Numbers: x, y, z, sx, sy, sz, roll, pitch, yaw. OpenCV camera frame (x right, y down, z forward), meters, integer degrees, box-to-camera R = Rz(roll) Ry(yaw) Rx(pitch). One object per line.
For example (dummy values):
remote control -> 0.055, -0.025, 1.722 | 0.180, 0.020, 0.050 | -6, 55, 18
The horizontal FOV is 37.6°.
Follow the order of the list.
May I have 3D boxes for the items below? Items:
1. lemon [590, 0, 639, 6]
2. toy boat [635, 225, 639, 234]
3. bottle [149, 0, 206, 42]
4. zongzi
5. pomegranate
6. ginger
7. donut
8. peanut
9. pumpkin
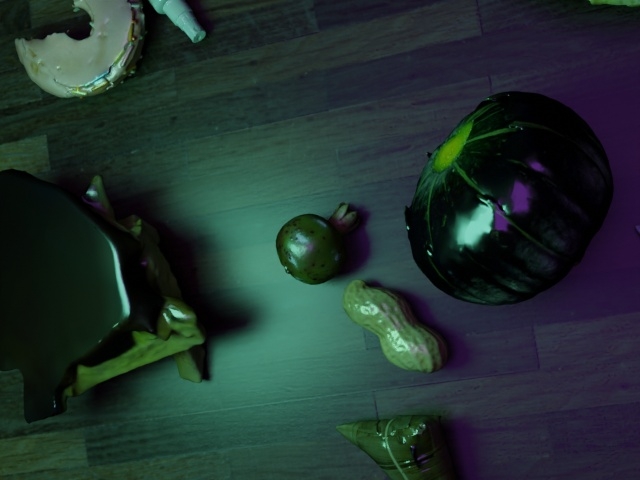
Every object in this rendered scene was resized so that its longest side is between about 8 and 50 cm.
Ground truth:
lemon -> 0.389, -0.507, 1.202 | 0.364, 0.364, 0.365 | -1, 87, 16
toy boat -> 0.505, -0.049, 1.307 | 0.105, 0.034, 0.149 | 21, 81, 19
bottle -> -0.260, -0.407, 1.523 | 0.060, 0.060, 0.217 | -39, 78, 11
zongzi -> 0.118, 0.350, 1.388 | 0.178, 0.081, 0.189 | -13, 98, 37
pomegranate -> 0.000, 0.000, 1.409 | 0.142, 0.114, 0.114 | -42, 76, -14
ginger -> -0.359, 0.086, 1.483 | 0.413, 0.211, 0.358 | 44, 113, 23
donut -> -0.375, -0.335, 1.539 | 0.199, 0.085, 0.233 | 40, 98, 15
peanut -> 0.108, 0.127, 1.385 | 0.187, 0.082, 0.082 | 45, 100, 13
pumpkin -> 0.267, -0.034, 1.255 | 0.295, 0.296, 0.296 | -1, 87, 16
